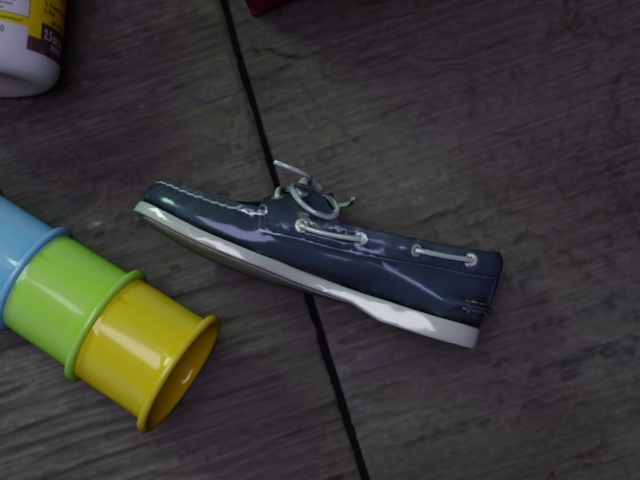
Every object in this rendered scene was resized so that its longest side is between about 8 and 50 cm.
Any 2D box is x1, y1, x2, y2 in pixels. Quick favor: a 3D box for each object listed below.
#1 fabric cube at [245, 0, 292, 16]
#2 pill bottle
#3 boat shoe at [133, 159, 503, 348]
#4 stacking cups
[{"bbox_3d":[0.020,-0.332,0.808,0.259,0.258,0.254,-18,83,2],"label":"fabric cube"},{"bbox_3d":[-0.237,-0.217,0.883,0.117,0.117,0.215,3,84,5],"label":"pill bottle"},{"bbox_3d":[0.000,0.000,0.851,0.254,0.095,0.079,19,87,5],"label":"boat shoe"},{"bbox_3d":[-0.223,0.007,0.866,0.316,0.096,0.096,34,87,7],"label":"stacking cups"}]
